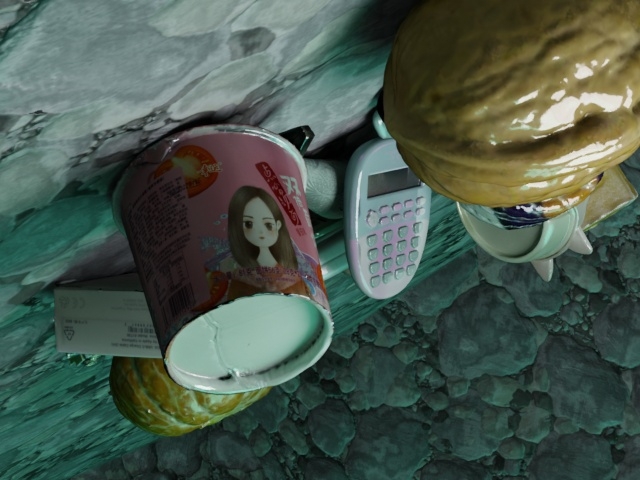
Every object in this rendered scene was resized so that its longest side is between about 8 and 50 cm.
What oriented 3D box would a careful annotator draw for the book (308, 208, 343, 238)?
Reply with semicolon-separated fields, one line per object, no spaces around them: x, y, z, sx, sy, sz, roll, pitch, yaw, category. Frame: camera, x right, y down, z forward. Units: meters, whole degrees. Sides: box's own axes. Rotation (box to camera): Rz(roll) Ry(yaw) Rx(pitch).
0.047;-0.066;1.714;0.282;0.025;0.215;-26;-165;-12;book

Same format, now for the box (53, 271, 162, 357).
-0.231;0.100;1.512;0.203;0.106;0.251;-1;-176;22;box

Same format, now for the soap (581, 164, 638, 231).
0.452;-0.149;1.964;0.173;0.274;0.089;-34;170;17;soap

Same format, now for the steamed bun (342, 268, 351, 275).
0.109;0.001;2.087;0.211;0.144;0.218;-31;170;0;steamed bun

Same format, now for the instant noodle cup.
-0.104;0.028;1.193;0.242;0.231;0.243;-12;143;-9;instant noodle cup

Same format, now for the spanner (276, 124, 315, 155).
-0.114;-0.055;1.359;0.040;0.096;0.325;-18;165;-49;spanner

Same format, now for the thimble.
0.298;-0.139;1.527;0.237;0.237;0.150;-29;174;-8;thimble

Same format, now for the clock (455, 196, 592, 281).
0.346;-0.085;1.846;0.108;0.324;0.265;-23;166;-35;clock

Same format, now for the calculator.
0.101;-0.058;1.565;0.041;0.299;0.185;14;-159;42;calculator

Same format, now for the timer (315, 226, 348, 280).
0.000;0.000;1.770;0.262;0.087;0.237;-28;-165;-23;timer

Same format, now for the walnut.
0.225;-0.183;1.195;0.332;0.333;0.333;-29;169;-6;walnut

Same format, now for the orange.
-0.227;0.211;1.877;0.329;0.249;0.329;-27;165;-8;orange

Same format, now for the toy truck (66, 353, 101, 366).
-0.400;0.167;1.715;0.081;0.067;0.175;-16;167;-33;toy truck

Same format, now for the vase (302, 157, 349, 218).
-0.018;-0.084;1.508;0.096;0.096;0.219;-34;166;17;vase

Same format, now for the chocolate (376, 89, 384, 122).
0.163;-0.197;1.431;0.080;0.125;0.149;-43;176;-40;chocolate
